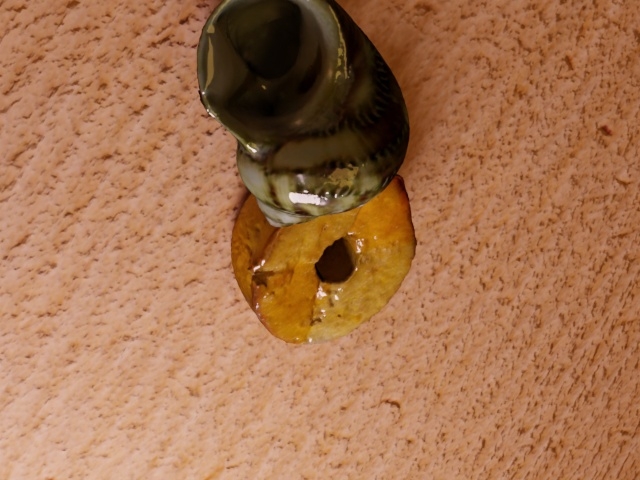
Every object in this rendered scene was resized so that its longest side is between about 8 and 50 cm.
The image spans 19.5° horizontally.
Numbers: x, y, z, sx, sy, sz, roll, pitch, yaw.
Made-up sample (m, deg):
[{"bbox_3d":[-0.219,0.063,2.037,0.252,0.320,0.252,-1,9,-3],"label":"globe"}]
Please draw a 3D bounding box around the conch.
[{"bbox_3d":[-0.021,-0.103,1.472,0.187,0.124,0.181,13,87,-16],"label":"conch"}]

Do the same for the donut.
[{"bbox_3d":[-0.002,0.001,1.620,0.174,0.074,0.190,-47,142,-3],"label":"donut"}]
